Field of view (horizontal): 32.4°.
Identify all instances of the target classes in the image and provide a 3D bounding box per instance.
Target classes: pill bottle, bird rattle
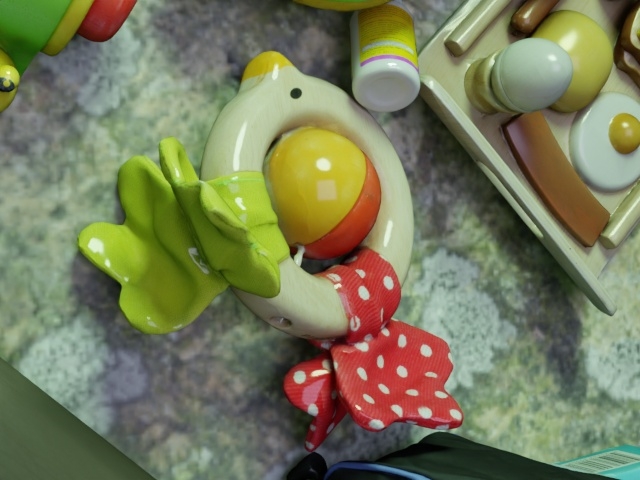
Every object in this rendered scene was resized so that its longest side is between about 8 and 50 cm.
[{"bbox_3d":[0.040,-0.126,0.712,0.043,0.043,0.083,17,50,-24],"label":"pill bottle"},{"bbox_3d":[0.000,0.000,0.668,0.253,0.143,0.207,30,61,-25],"label":"bird rattle"}]

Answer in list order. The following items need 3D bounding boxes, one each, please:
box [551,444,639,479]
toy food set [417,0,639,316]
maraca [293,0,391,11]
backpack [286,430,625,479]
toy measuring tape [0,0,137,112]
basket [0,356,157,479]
[{"bbox_3d":[0.215,0.280,0.796,0.100,0.060,0.244,-8,93,-25],"label":"box"},{"bbox_3d":[0.224,-0.131,0.787,0.220,0.092,0.306,48,72,-17],"label":"toy food set"},{"bbox_3d":[-0.007,-0.195,0.676,0.185,0.099,0.127,-6,57,-11],"label":"maraca"},{"bbox_3d":[0.123,0.262,0.662,0.213,0.276,0.263,1,92,-38],"label":"backpack"},{"bbox_3d":[-0.127,-0.219,0.611,0.121,0.121,0.330,26,78,-23],"label":"toy measuring tape"},{"bbox_3d":[-0.158,0.173,0.577,0.204,0.154,0.227,-42,103,-21],"label":"basket"}]
